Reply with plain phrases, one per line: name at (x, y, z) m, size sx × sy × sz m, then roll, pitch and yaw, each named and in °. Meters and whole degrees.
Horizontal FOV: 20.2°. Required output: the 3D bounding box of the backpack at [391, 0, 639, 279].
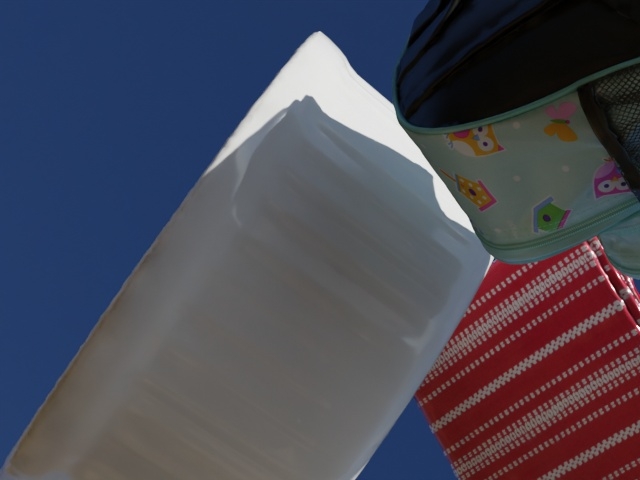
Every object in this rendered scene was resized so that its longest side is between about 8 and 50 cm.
backpack at (0.130, -0.070, 0.740) m, size 0.188 × 0.166 × 0.144 m, roll -16°, pitch -54°, yaw 24°

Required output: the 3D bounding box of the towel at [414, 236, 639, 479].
towel at (0.158, 0.136, 0.992) m, size 0.275 × 0.031 × 0.199 m, roll 60°, pitch -40°, yaw 11°

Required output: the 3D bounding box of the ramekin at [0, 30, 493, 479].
ramekin at (-0.028, 0.045, 0.898) m, size 0.135 × 0.277 × 0.277 m, roll 35°, pitch -59°, yaw -3°
